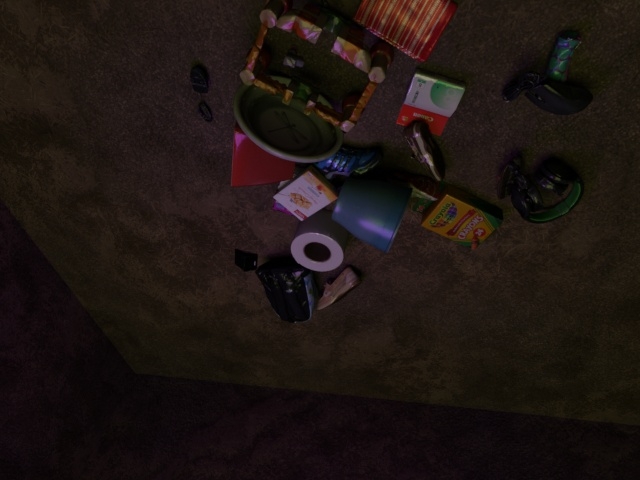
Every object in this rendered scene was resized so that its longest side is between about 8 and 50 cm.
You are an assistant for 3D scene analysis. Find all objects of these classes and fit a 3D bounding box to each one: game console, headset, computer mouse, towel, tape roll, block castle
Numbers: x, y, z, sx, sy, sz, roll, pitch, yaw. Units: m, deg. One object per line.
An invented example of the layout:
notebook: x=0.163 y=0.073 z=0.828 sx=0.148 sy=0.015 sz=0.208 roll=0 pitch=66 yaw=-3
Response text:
game console: x=-0.393 y=0.101 z=2.466 sx=0.107 sy=0.071 sz=0.122 roll=-8 pitch=139 yaw=-18
headset: x=0.818 y=-0.179 z=1.718 sx=0.394 sy=0.185 sz=0.243 roll=28 pitch=124 yaw=-31
computer mouse: x=0.747 y=-0.460 z=1.521 sx=0.272 sy=0.072 sz=0.188 roll=11 pitch=176 yaw=-6
computer mouse: x=-0.458 y=-0.570 z=1.826 sx=0.071 sy=0.041 sz=0.242 roll=17 pitch=142 yaw=12
towel: x=0.265 y=-0.710 z=1.458 sx=0.275 sy=0.031 sz=0.199 roll=27 pitch=118 yaw=-11
tape roll: x=0.000 y=0.000 z=2.149 sx=0.246 sy=0.169 sz=0.246 roll=8 pitch=135 yaw=8
block castle: x=-0.013 y=-0.596 z=1.549 sx=0.453 sy=0.212 sz=0.303 roll=24 pitch=136 yaw=-9

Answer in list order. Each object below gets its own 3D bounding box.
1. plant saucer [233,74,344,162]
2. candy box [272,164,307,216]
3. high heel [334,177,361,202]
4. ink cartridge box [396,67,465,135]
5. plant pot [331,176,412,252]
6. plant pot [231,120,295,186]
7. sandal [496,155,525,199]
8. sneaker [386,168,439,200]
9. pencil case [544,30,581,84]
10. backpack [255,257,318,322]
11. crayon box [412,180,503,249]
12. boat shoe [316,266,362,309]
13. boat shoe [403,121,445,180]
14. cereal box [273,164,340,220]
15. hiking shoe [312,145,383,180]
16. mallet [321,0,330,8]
plant saucer: x=-0.117 y=-0.405 z=1.634 sx=0.401 sy=0.400 sz=0.100 roll=25 pitch=140 yaw=-9
candy box: x=-0.107 y=-0.215 z=2.040 sx=0.159 sy=0.071 sz=0.233 roll=19 pitch=136 yaw=-3
high heel: x=0.166 y=-0.155 z=2.023 sx=0.186 sy=0.093 sz=0.261 roll=-20 pitch=126 yaw=42
ink cartridge box: x=0.386 y=-0.479 z=1.664 sx=0.181 sy=0.056 sz=0.224 roll=16 pitch=133 yaw=0
plant pot: x=0.190 y=-0.121 z=1.824 sx=0.255 sy=0.271 sz=0.271 roll=21 pitch=135 yaw=6
plant pot: x=-0.207 y=-0.373 z=1.804 sx=0.236 sy=0.267 sz=0.267 roll=7 pitch=136 yaw=-8
sandal: x=0.718 y=-0.245 z=1.792 sx=0.090 sy=0.060 sz=0.219 roll=-20 pitch=146 yaw=-2
sneaker: x=0.377 y=-0.215 z=1.898 sx=0.225 sy=0.088 sz=0.092 roll=24 pitch=144 yaw=15
pencil case: x=0.759 y=-0.570 z=1.462 sx=0.070 sy=0.064 sz=0.151 roll=28 pitch=141 yaw=26
backpack: x=-0.143 y=0.261 z=2.407 sx=0.290 sy=0.273 sz=0.355 roll=-7 pitch=109 yaw=18
crayon box: x=0.567 y=-0.105 z=1.953 sx=0.319 sy=0.081 sz=0.202 roll=24 pitch=135 yaw=-7
boat shoe: x=0.080 y=0.251 z=2.424 sx=0.341 sy=0.122 sz=0.110 roll=-43 pitch=74 yaw=38
boat shoe: x=0.394 y=-0.335 z=1.784 sx=0.095 sy=0.095 sz=0.257 roll=-5 pitch=128 yaw=40
cereal box: x=-0.061 y=-0.192 z=1.955 sx=0.173 sy=0.047 sz=0.240 roll=40 pitch=134 yaw=-21
hiking shoe: x=0.095 y=-0.323 z=1.850 sx=0.304 sy=0.113 sz=0.132 roll=-11 pitch=130 yaw=24
mallet: x=-0.036 y=-0.814 z=1.472 sx=0.062 sy=0.039 sz=0.189 roll=-14 pitch=132 yaw=25
